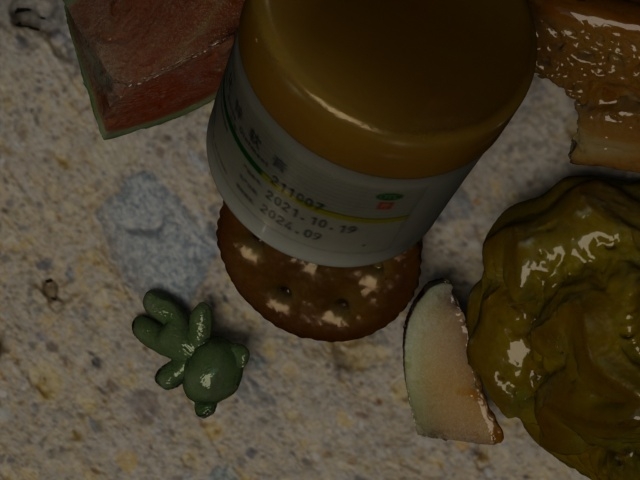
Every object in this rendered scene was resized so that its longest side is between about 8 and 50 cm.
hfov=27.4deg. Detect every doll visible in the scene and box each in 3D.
[{"bbox_3d":[-0.142,0.115,1.438,0.150,0.077,0.115,40,110,19],"label":"doll"}]

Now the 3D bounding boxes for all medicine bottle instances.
[{"bbox_3d":[0.034,-0.127,1.121,0.237,0.238,0.232,32,147,2],"label":"medicine bottle"}]

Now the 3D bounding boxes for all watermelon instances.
[{"bbox_3d":[-0.148,-0.212,1.273,0.231,0.128,0.146,-25,77,12],"label":"watermelon"}]

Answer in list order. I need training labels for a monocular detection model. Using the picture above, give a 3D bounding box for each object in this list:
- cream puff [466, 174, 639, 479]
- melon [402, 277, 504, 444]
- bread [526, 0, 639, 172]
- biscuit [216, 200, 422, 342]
[{"bbox_3d":[0.279,0.109,1.186,0.291,0.257,0.324,-33,101,25],"label":"cream puff"},{"bbox_3d":[0.126,0.121,1.340,0.098,0.054,0.182,0,112,55],"label":"melon"},{"bbox_3d":[0.330,-0.131,1.139,0.380,0.109,0.185,12,129,15],"label":"bread"},{"bbox_3d":[0.000,0.000,1.333,0.220,0.066,0.221,8,120,15],"label":"biscuit"}]
